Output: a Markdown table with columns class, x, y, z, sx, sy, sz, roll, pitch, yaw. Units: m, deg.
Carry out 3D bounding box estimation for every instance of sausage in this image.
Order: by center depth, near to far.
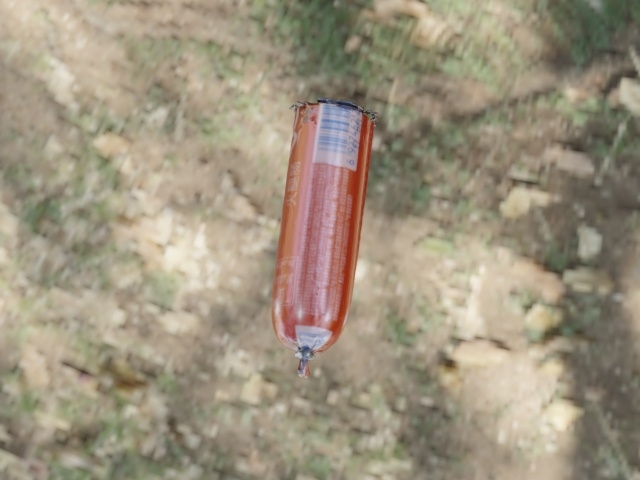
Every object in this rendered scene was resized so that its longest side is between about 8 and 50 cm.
| class | x | y | z | sx | sy | sz | roll | pitch | yaw |
| --- | --- | --- | --- | --- | --- | --- | --- | --- | --- |
| sausage | 0.000 | 0.000 | 0.931 | 0.048 | 0.145 | 0.050 | 4 | 165 | 7 |
